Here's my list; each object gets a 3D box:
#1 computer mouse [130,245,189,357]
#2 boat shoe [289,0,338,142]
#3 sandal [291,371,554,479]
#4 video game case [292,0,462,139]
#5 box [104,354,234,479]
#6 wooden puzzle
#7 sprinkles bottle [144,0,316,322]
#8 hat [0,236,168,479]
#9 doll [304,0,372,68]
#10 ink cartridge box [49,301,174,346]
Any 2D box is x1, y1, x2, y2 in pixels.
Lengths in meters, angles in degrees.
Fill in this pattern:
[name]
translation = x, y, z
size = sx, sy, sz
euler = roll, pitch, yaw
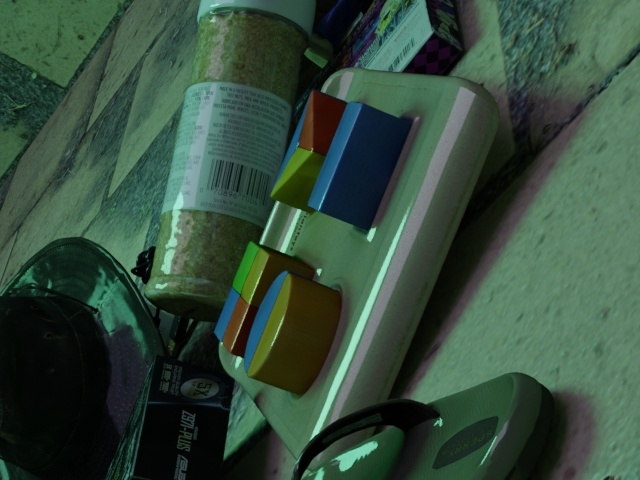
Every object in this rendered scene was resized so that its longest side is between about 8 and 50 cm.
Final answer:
[computer mouse]
translation = -0.199, 0.134, 1.596
size = 0.184, 0.060, 0.262
euler = 16, -96, -79
[boat shoe]
translation = -0.049, -0.207, 1.745
size = 0.257, 0.095, 0.095
euler = -65, 13, -13
[sandal]
translation = 0.035, 0.153, 0.995
size = 0.303, 0.086, 0.120
euler = -41, 26, 44
[video game case]
translation = 0.051, -0.162, 1.494
size = 0.232, 0.042, 0.210
euler = -51, 21, 26
[box]
translation = -0.143, 0.218, 1.308
size = 0.147, 0.078, 0.180
euler = -85, 16, -52
[wooden puzzle]
translation = 0.000, 0.000, 1.261
size = 0.322, 0.081, 0.348
euler = -67, 19, 2
[sprinkles bottle]
translation = -0.091, -0.098, 1.520
size = 0.121, 0.121, 0.355
euler = -21, 56, 62
[hat]
translation = -0.304, 0.141, 1.497
size = 0.331, 0.134, 0.331
euler = -14, 69, 40
[doll]
translation = 0.047, -0.278, 1.643
size = 0.189, 0.046, 0.129
euler = -55, -12, -11
[ink cartridge box]
translation = -0.285, 0.150, 1.713
size = 0.212, 0.154, 0.093
euler = -64, 19, -11
